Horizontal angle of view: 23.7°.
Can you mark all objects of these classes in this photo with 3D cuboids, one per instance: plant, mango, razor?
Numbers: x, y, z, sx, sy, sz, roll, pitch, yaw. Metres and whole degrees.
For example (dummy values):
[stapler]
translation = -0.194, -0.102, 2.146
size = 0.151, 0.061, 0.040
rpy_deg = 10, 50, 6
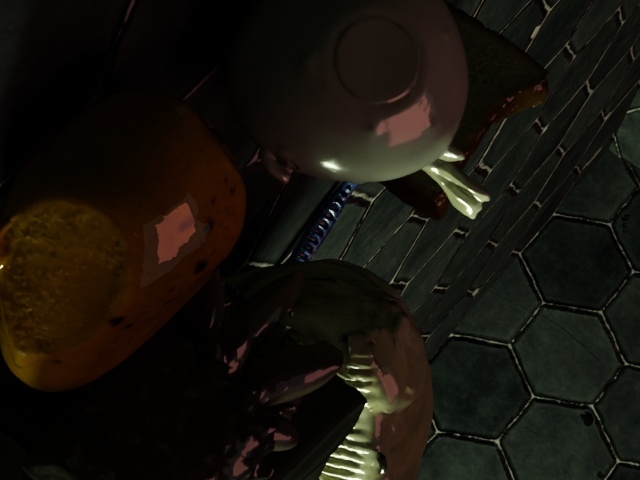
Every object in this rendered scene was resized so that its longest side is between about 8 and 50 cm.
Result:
[plant]
translation = -0.115, 0.157, 1.341
size = 0.321, 0.182, 0.194
rpy_deg = -44, 168, -42
[mango]
translation = -0.162, 0.004, 1.194
size = 0.290, 0.160, 0.191
rpy_deg = -56, 174, 34
[razor]
translation = -0.002, -0.005, 1.937
size = 0.324, 0.093, 0.056
rpy_deg = -52, -157, 14

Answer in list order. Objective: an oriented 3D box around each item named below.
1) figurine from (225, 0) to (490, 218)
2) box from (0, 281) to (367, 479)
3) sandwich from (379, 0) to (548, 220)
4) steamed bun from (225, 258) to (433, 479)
[figurine]
translation = 0.032, -0.111, 1.393
size = 0.226, 0.274, 0.394
rpy_deg = -47, -176, -9
[box]
translation = -0.166, 0.225, 1.535
size = 0.345, 0.251, 0.204
rpy_deg = -36, 159, -48
[sandwich]
translation = 0.124, -0.150, 1.697
size = 0.214, 0.186, 0.065
rpy_deg = -51, 165, -17
[steamed bun]
translation = 0.003, 0.171, 1.784
size = 0.394, 0.346, 0.237
rpy_deg = -40, -177, 39
